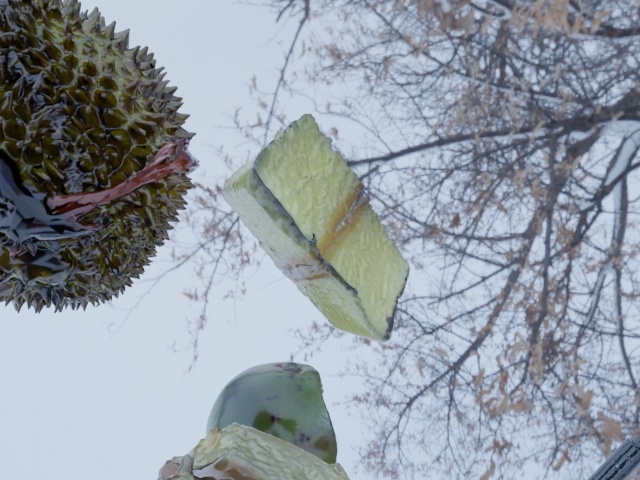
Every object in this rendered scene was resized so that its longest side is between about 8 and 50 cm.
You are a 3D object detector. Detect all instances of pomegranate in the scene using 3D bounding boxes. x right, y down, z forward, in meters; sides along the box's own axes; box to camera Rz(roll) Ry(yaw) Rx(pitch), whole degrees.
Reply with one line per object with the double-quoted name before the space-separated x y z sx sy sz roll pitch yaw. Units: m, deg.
"pomegranate" -0.111 0.394 0.969 0.216 0.358 0.310 15 -177 -16

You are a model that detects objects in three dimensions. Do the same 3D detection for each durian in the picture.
"durian" -0.318 -0.097 0.596 0.348 0.384 0.347 -4 -149 2

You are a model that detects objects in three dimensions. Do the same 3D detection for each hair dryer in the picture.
"hair dryer" 0.365 0.347 0.711 0.070 0.128 0.255 40 -79 20

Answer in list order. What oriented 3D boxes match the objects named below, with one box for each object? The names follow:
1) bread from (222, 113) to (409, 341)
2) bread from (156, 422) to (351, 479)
"bread" 0.000 0.000 0.640 0.142 0.266 0.178 -34 -166 20
"bread" -0.056 0.273 0.394 0.211 0.224 0.183 21 -163 -8
